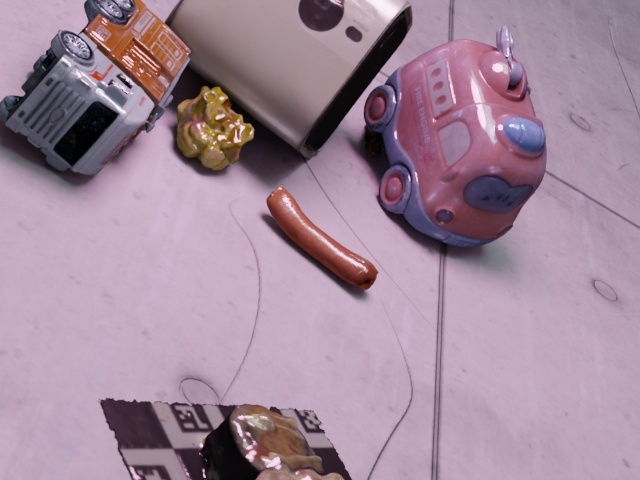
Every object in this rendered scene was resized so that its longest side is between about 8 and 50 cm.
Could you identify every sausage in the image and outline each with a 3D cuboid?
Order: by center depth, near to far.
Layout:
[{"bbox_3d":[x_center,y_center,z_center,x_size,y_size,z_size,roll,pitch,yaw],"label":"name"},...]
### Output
[{"bbox_3d":[0.000,0.000,1.943,0.177,0.047,0.040,39,13,5],"label":"sausage"}]

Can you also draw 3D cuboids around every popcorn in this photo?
[{"bbox_3d":[-0.140,-0.148,1.979,0.097,0.089,0.109,23,26,-45],"label":"popcorn"}]

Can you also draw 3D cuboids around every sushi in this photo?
[{"bbox_3d":[-0.013,0.266,1.471,0.296,0.100,0.373,9,38,-40],"label":"sushi"}]

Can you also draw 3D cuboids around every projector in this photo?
[{"bbox_3d":[-0.043,-0.286,2.074,0.249,0.248,0.248,38,2,4],"label":"projector"}]

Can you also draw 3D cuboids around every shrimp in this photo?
[{"bbox_3d":[0.109,-0.161,2.311,0.101,0.042,0.190,45,28,1],"label":"shrimp"}]

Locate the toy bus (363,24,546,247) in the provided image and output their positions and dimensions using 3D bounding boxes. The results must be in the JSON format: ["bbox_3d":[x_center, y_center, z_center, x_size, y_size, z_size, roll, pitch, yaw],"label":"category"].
[{"bbox_3d":[0.215,-0.152,2.174,0.197,0.232,0.294,13,55,-37],"label":"toy bus"}]

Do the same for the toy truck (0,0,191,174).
[{"bbox_3d":[-0.266,-0.193,1.856,0.162,0.136,0.305,40,25,-11],"label":"toy truck"}]
